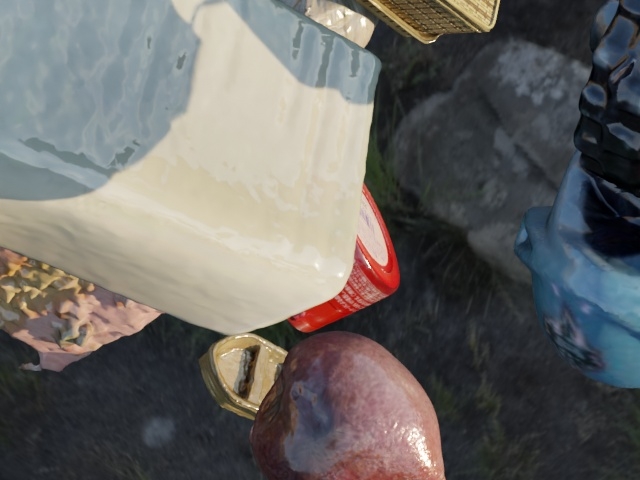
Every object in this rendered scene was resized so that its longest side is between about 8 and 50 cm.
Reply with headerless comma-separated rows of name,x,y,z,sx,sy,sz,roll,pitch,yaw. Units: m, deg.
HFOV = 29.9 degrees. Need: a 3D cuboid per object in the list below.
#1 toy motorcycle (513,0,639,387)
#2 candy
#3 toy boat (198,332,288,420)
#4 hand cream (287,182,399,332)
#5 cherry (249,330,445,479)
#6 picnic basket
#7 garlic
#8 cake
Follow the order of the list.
toy motorcycle,0.228,-0.053,0.635,0.172,0.416,0.232,33,117,29
candy,-0.139,-0.088,0.769,0.358,0.145,0.208,25,67,-32
toy boat,-0.109,0.210,1.838,0.188,0.061,0.116,33,58,-29
hand cream,0.000,0.000,1.403,0.125,0.193,0.193,-24,71,15
cherry,0.038,0.238,1.548,0.239,0.206,0.239,-5,108,-15
picnic basket,0.177,-0.477,1.807,0.175,0.228,0.313,6,78,39
garlic,-0.004,-0.326,1.920,0.218,0.212,0.219,-3,34,2
cake,-0.334,-0.045,1.481,0.306,0.314,0.293,36,52,-29
